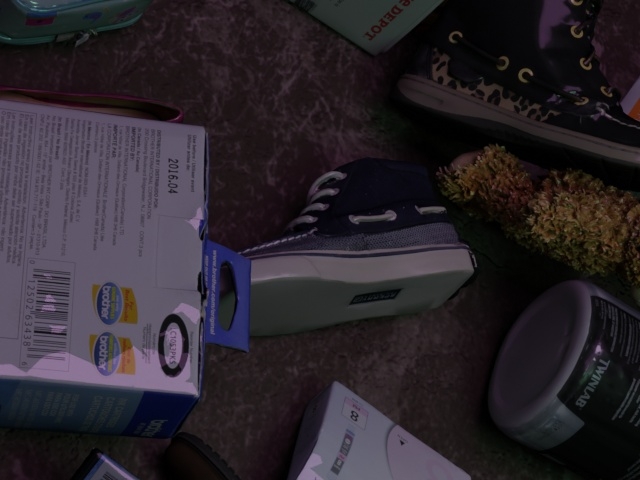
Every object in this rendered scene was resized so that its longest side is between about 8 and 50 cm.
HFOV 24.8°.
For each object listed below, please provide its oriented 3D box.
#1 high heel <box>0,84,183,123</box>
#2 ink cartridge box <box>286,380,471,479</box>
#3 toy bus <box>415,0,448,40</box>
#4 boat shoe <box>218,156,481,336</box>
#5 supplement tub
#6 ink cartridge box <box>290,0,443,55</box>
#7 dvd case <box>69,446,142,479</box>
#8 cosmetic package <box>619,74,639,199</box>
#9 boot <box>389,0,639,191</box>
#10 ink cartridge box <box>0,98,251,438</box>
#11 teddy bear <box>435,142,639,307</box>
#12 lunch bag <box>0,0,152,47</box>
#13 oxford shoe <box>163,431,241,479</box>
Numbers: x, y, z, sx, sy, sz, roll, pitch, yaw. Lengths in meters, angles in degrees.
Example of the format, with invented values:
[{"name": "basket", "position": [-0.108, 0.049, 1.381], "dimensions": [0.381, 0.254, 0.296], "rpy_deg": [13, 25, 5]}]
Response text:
[{"name": "high heel", "position": [-0.260, -0.124, 1.429], "dimensions": [0.244, 0.117, 0.082], "rpy_deg": [16, 62, -25]}, {"name": "ink cartridge box", "position": [0.055, 0.270, 1.434], "dimensions": [0.189, 0.066, 0.232], "rpy_deg": [37, 27, -13]}, {"name": "toy bus", "position": [0.201, -0.285, 1.794], "dimensions": [0.202, 0.104, 0.191], "rpy_deg": [-25, 83, -36]}, {"name": "boat shoe", "position": [0.000, 0.000, 1.548], "dimensions": [0.341, 0.127, 0.158], "rpy_deg": [-2, 58, -36]}, {"name": "supplement tub", "position": [0.362, 0.193, 1.620], "dimensions": [0.316, 0.193, 0.193], "rpy_deg": [30, 56, -17]}, {"name": "ink cartridge box", "position": [0.020, -0.362, 1.659], "dimensions": [0.273, 0.198, 0.114], "rpy_deg": [31, 55, -17]}, {"name": "dvd case", "position": [-0.156, 0.330, 1.298], "dimensions": [0.253, 0.022, 0.180], "rpy_deg": [39, 83, -11]}, {"name": "cosmetic package", "position": [0.549, -0.032, 1.719], "dimensions": [0.453, 0.161, 0.230], "rpy_deg": [23, 50, 21]}, {"name": "boot", "position": [0.294, -0.221, 1.640], "dimensions": [0.377, 0.138, 0.284], "rpy_deg": [18, 83, 22]}, {"name": "ink cartridge box", "position": [-0.246, 0.027, 1.303], "dimensions": [0.396, 0.151, 0.270], "rpy_deg": [6, 66, -14]}, {"name": "teddy bear", "position": [0.285, -0.009, 1.617], "dimensions": [0.338, 0.245, 0.113], "rpy_deg": [23, 81, 5]}, {"name": "lunch bag", "position": [-0.287, -0.338, 1.517], "dimensions": [0.224, 0.108, 0.279], "rpy_deg": [-18, 80, -41]}, {"name": "oxford shoe", "position": [-0.101, 0.290, 1.364], "dimensions": [0.096, 0.083, 0.227], "rpy_deg": [-20, 79, -32]}]
